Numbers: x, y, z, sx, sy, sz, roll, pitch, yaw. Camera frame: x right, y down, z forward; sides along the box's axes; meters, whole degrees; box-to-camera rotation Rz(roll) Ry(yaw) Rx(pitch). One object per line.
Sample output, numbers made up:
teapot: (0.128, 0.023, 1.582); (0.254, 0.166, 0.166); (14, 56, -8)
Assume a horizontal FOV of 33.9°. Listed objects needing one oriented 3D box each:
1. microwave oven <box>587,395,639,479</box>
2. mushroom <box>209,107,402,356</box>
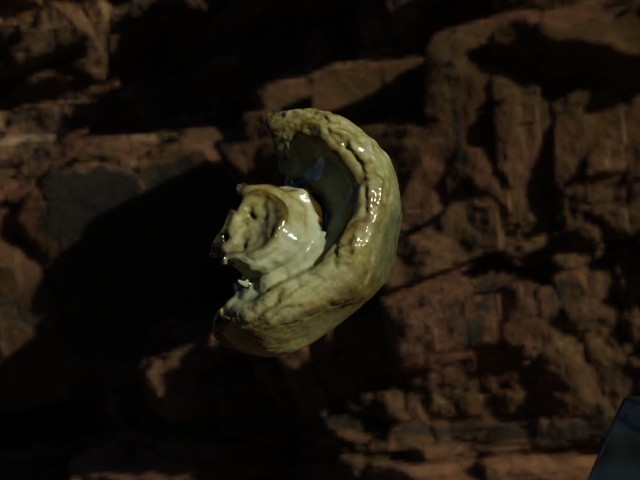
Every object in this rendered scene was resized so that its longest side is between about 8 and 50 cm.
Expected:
microwave oven: (0.391, 0.327, 0.782); (0.247, 0.333, 0.394); (11, 15, -35)
mushroom: (0.001, 0.006, 1.131); (0.164, 0.267, 0.190); (11, -27, 20)
